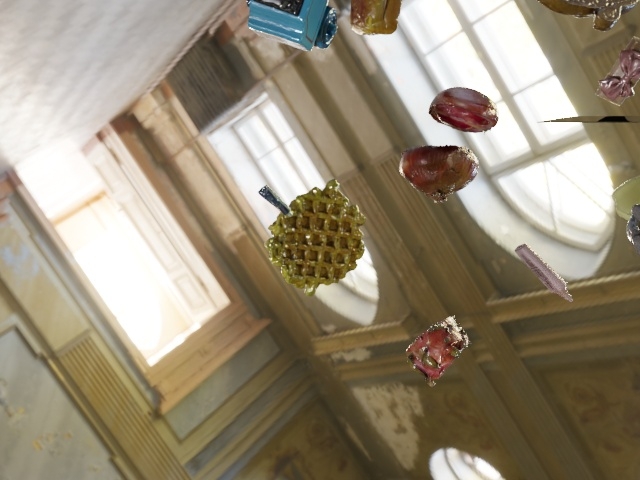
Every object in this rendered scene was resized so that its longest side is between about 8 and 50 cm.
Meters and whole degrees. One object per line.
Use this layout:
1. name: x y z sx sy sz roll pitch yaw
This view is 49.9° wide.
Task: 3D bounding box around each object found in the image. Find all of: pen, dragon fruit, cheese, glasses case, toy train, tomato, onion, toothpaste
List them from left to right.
1. toothpaste: -0.079 -0.070 1.251 0.027 0.083 0.019 -28 -142 29
2. toy train: -0.040 -0.609 1.617 0.265 0.188 0.300 -11 121 -75
3. onion: 0.332 -0.182 1.937 0.229 0.164 0.230 -3 173 0
4. dragon fruit: 0.383 0.351 2.195 0.211 0.147 0.282 -35 165 -12
5. tomato: 0.382 -0.356 1.814 0.189 0.173 0.099 169 -58 -76
6. pen: 0.571 0.086 1.742 0.032 0.197 0.053 -46 -177 -21
7. glasses case: 0.828 -0.453 1.867 0.070 0.102 0.193 -92 -162 -46
8. cheese: 1.005 -0.175 2.124 0.255 0.050 0.127 -50 -131 1

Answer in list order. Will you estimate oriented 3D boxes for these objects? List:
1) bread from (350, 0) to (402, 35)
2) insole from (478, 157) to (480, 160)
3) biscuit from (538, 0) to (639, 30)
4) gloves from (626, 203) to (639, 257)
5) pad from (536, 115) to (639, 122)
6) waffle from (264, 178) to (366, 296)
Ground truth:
1. bread: 0.097 -0.507 1.232 0.077 0.271 0.139 -3 -163 -21
2. insole: 0.594 -0.298 2.607 0.045 0.002 0.135 -54 174 16
3. biscuit: 0.713 -0.714 1.882 0.394 0.351 0.070 -3 158 -21
4. gloves: 0.743 0.010 1.483 0.119 0.142 0.285 -29 -152 20
5. pad: 0.651 -0.261 1.487 0.299 0.005 0.202 9 -163 42
6. waffle: 0.000 0.000 1.522 0.243 0.238 0.058 -38 -150 -16
